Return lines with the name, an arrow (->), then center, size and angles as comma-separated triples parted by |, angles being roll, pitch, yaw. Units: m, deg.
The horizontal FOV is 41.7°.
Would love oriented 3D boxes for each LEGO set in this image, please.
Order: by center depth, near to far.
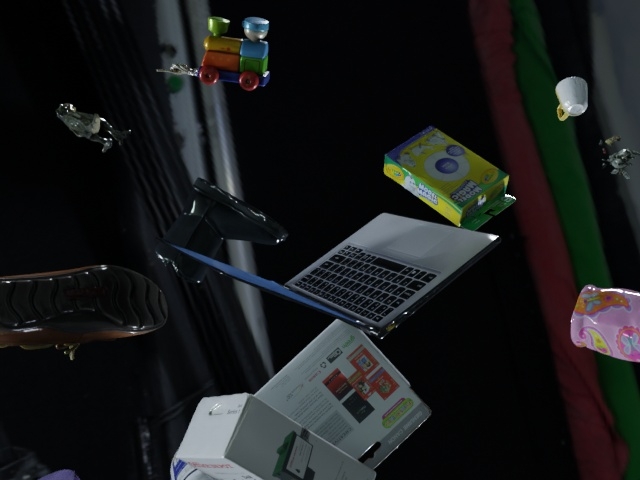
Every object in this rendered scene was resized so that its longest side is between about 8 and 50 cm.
LEGO set -> 0.421, -0.122, 1.194 | 0.083, 0.054, 0.023 | 58, 176, 44

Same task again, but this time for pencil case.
pencil case -> 0.572, 0.153, 1.420 | 0.124, 0.284, 0.124 | -15, -71, -51

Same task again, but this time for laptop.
laptop -> 0.000, 0.000, 1.398 | 0.408, 0.382, 0.236 | -36, -69, -16

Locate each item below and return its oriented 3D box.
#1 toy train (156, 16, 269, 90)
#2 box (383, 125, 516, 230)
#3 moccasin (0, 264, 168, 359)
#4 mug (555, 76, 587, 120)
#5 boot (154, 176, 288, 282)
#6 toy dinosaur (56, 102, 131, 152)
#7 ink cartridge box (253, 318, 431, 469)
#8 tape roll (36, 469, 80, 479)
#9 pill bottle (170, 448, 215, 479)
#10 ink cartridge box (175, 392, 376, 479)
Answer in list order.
toy train -> -0.230, -0.415, 1.806 | 0.105, 0.248, 0.143 | -74, -7, -66
box -> 0.191, -0.091, 1.234 | 0.105, 0.043, 0.179 | -34, -123, -26
moccasin -> -0.431, 0.128, 1.449 | 0.380, 0.147, 0.139 | -8, -105, -50
mug -> 0.512, -0.281, 1.701 | 0.078, 0.062, 0.064 | 68, -161, -51
boot -> -0.217, 0.007, 1.822 | 0.246, 0.207, 0.094 | 30, -174, 9
toy dinosaur -> -0.471, -0.234, 1.753 | 0.118, 0.268, 0.064 | 31, -97, -35
ink cartridge box -> 0.028, 0.353, 1.740 | 0.272, 0.309, 0.130 | 48, 178, 7
tape roll -> -0.410, 0.419, 1.198 | 0.080, 0.189, 0.189 | 61, -141, -13
pill bottle -> -0.204, 0.480, 1.598 | 0.153, 0.265, 0.153 | -2, -83, -12
ink cartridge box -> -0.063, 0.301, 1.135 | 0.219, 0.160, 0.092 | 36, -119, -20
